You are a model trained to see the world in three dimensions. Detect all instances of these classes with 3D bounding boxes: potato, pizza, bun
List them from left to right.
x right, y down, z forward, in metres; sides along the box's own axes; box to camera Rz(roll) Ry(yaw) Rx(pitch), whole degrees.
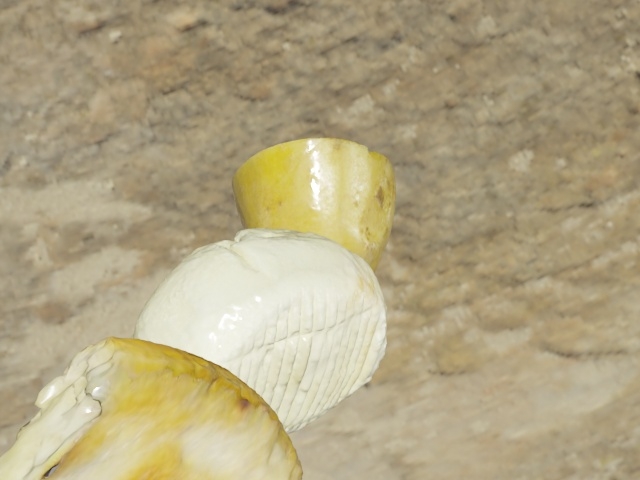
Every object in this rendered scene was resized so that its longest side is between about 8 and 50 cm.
[{"bbox_3d":[-0.099,0.154,0.351,0.262,0.034,0.181,-43,133,-19],"label":"pizza"},{"bbox_3d":[-0.042,0.062,0.793,0.188,0.111,0.164,-17,132,-34],"label":"bun"},{"bbox_3d":[0.000,0.000,1.264,0.178,0.158,0.203,-5,164,-2],"label":"potato"}]
